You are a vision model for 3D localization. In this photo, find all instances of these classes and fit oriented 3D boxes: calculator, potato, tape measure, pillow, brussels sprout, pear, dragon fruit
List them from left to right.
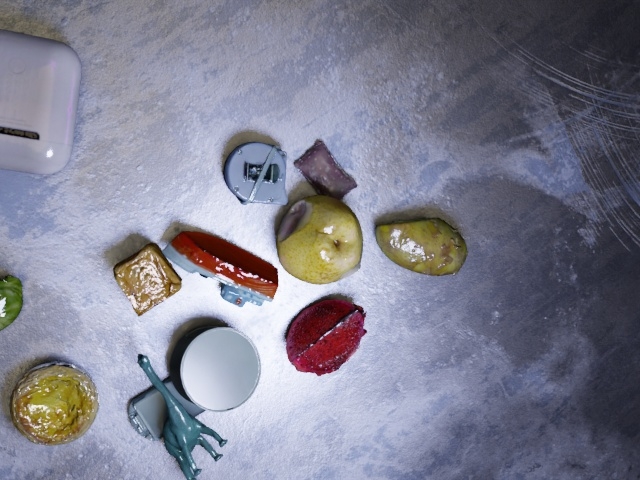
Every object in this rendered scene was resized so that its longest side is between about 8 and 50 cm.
[{"bbox_3d":[-0.862,0.174,1.776,0.139,0.100,0.181,24,78,-34],"label":"brussels sprout"},{"bbox_3d":[-0.426,0.469,1.926,0.246,0.045,0.141,-31,101,-9],"label":"calculator"},{"bbox_3d":[-0.181,-0.188,1.895,0.180,0.107,0.182,-4,99,-20],"label":"tape measure"},{"bbox_3d":[0.000,0.000,1.882,0.271,0.271,0.271,-1,95,-13],"label":"pear"},{"bbox_3d":[0.017,0.273,1.969,0.261,0.163,0.189,-37,68,-4],"label":"dragon fruit"},{"bbox_3d":[0.018,-0.189,1.973,0.118,0.043,0.185,-42,103,-4],"label":"pillow"},{"bbox_3d":[0.302,0.009,2.009,0.298,0.141,0.176,18,82,-15],"label":"potato"}]

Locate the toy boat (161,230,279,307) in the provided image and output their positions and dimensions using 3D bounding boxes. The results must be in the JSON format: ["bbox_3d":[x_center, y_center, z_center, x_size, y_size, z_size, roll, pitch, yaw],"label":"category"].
[{"bbox_3d":[-0.283,0.085,1.883,0.331,0.145,0.133,27,112,-17],"label":"toy boat"}]

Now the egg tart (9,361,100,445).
[{"bbox_3d":[-0.721,0.441,1.830,0.234,0.094,0.234,-2,96,-16],"label":"egg tart"}]

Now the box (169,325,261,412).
[{"bbox_3d":[-0.295,0.351,1.866,0.226,0.149,0.226,2,84,-26],"label":"box"}]

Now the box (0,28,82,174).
[{"bbox_3d":[-0.773,-0.352,1.720,0.288,0.141,0.349,8,93,-15],"label":"box"}]

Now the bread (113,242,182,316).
[{"bbox_3d":[-0.475,0.100,1.834,0.149,0.143,0.158,-37,106,-8],"label":"bread"}]

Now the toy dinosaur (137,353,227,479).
[{"bbox_3d":[-0.416,0.504,1.869,0.331,0.383,0.129,45,52,12],"label":"toy dinosaur"}]
